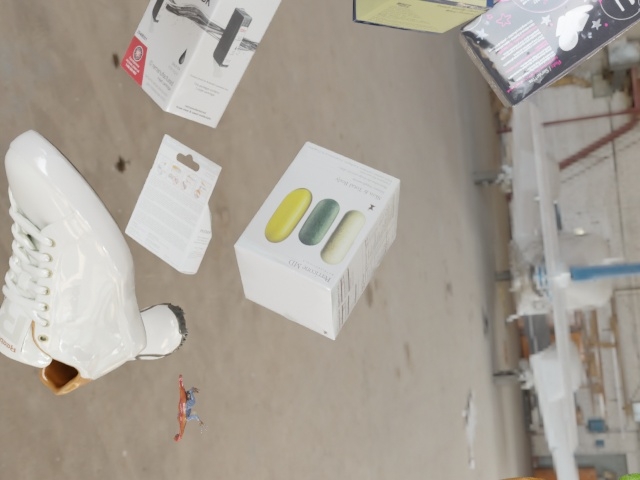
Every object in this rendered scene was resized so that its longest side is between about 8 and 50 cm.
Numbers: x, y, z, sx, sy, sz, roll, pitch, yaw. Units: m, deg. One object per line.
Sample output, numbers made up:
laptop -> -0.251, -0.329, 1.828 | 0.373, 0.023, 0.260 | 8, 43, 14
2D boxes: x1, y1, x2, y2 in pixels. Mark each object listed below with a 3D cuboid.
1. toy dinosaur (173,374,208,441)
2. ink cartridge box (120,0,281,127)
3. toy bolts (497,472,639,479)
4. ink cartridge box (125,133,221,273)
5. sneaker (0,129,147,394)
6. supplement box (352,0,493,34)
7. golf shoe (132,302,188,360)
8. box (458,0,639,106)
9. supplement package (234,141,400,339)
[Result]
toy dinosaur -> -0.221, 0.274, 1.356 | 0.090, 0.047, 0.082 | 49, 43, -27
ink cartridge box -> -0.201, -0.362, 1.443 | 0.114, 0.197, 0.273 | 15, 112, -45
toy bolts -> 0.240, 0.344, 0.831 | 0.228, 0.218, 0.158 | 106, -15, -51
ink cartridge box -> -0.290, -0.075, 1.760 | 0.066, 0.189, 0.232 | 15, 103, -56
sneaker -> -0.234, 0.041, 0.747 | 0.123, 0.106, 0.290 | -37, 145, -28
supplement box -> 0.080, -0.205, 0.675 | 0.083, 0.083, 0.056 | 175, -84, -67
golf shoe -> -0.274, 0.139, 1.189 | 0.094, 0.198, 0.077 | -6, 79, -59
box -> 0.345, -0.320, 1.259 | 0.142, 0.247, 0.163 | 56, 12, -2
supplement package -> 0.000, 0.000, 1.582 | 0.262, 0.199, 0.198 | -57, 162, -27
